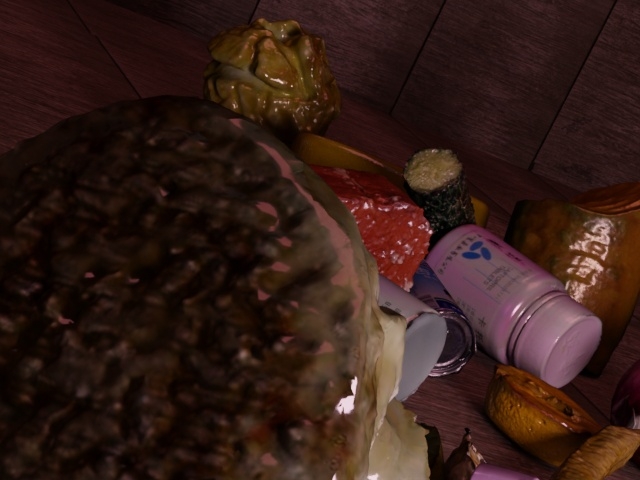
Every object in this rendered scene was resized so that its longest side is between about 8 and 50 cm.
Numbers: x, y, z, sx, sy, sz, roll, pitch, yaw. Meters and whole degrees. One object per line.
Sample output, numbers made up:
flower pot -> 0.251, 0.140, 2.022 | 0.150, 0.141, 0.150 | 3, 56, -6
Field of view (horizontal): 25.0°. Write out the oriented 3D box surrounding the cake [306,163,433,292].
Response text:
cake -> 0.000, 0.000, 1.894 | 0.283, 0.177, 0.151 | 5, 20, -27

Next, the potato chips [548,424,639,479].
potato chips -> 0.290, 0.275, 1.597 | 0.080, 0.057, 0.407 | 25, 18, 14

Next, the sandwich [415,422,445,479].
sandwich -> 0.034, 0.228, 1.279 | 0.160, 0.109, 0.185 | 7, 14, 6

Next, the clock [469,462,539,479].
clock -> 0.137, 0.263, 1.223 | 0.050, 0.153, 0.110 | 21, -4, 19

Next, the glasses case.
glasses case -> 0.112, -0.054, 2.402 | 0.371, 0.141, 0.173 | 20, 0, -24

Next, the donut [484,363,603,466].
donut -> 0.278, 0.224, 1.811 | 0.162, 0.065, 0.178 | 24, 11, -30

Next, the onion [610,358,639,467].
onion -> 0.477, 0.242, 1.900 | 0.200, 0.200, 0.207 | 2, 58, -60

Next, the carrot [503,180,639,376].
carrot -> 0.411, 0.027, 2.327 | 0.241, 0.341, 0.241 | 21, -3, 1

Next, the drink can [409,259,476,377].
drink can -> 0.136, 0.097, 1.965 | 0.097, 0.097, 0.235 | 22, 13, -17

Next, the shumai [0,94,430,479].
shumai -> -0.104, 0.120, 1.062 | 0.395, 0.395, 0.348 | 31, -11, 20

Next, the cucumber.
cucumber -> 0.196, -0.010, 2.234 | 0.096, 0.096, 0.359 | 33, -19, 28

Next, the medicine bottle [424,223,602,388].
medicine bottle -> 0.273, 0.096, 2.100 | 0.152, 0.152, 0.254 | 10, 22, -49

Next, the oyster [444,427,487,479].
oyster -> 0.172, 0.278, 1.395 | 0.166, 0.094, 0.294 | 44, 3, -2

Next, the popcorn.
popcorn -> -0.088, -0.281, 2.657 | 0.247, 0.282, 0.282 | -4, 11, 7

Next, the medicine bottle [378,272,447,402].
medicine bottle -> 0.047, 0.100, 1.699 | 0.168, 0.135, 0.135 | 35, 16, 30
